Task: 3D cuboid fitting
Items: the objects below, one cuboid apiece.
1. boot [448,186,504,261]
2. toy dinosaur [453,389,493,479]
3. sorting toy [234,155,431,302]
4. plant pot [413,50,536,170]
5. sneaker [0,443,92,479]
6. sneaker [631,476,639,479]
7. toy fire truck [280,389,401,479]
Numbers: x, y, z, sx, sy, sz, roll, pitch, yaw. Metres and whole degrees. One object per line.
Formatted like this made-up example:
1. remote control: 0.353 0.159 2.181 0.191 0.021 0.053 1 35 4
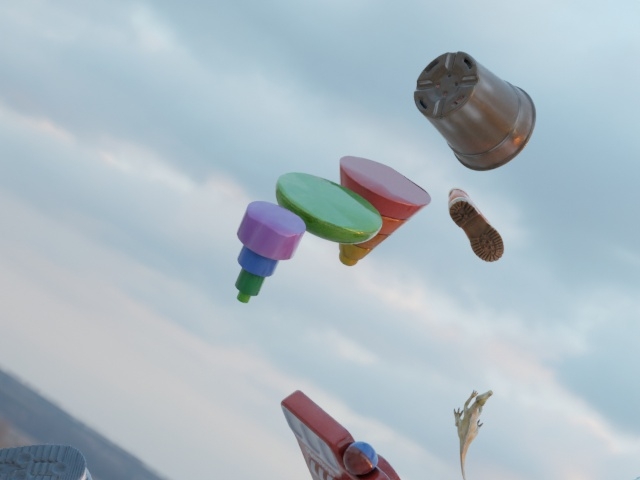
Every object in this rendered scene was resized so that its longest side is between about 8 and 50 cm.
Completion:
1. boot: 0.287 -0.032 2.541 0.158 0.059 0.084 53 12 -25
2. toy dinosaur: 0.240 0.312 2.242 0.053 0.183 0.092 12 22 4
3. sorting toy: 0.000 0.000 1.564 0.127 0.126 0.365 32 24 18
4. plant pot: 0.251 -0.227 2.306 0.167 0.167 0.165 20 -11 44
5. sneaker: -0.476 0.361 1.960 0.319 0.112 0.131 4 -48 15
6. sneaker: 0.394 0.382 1.541 0.092 0.087 0.228 24 -49 62
7. toy fire truck: 0.053 0.383 2.085 0.302 0.169 0.254 35 -28 54
